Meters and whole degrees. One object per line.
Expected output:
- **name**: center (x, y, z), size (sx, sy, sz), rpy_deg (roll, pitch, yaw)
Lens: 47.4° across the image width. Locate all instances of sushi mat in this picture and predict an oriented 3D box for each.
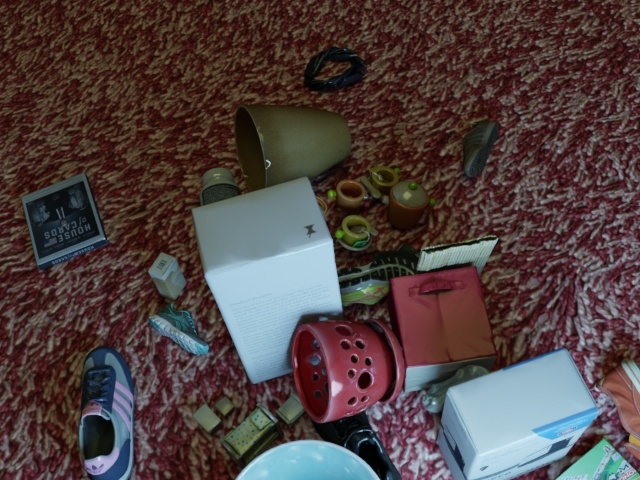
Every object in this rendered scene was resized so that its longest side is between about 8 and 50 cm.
- **sushi mat**: center (0.270, 0.063, 1.521), size (0.151, 0.316, 0.019), rpy_deg (-12, 69, -2)

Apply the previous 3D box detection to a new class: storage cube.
- **storage cube**: center (0.246, 0.187, 1.507), size (0.184, 0.215, 0.193), rpy_deg (-8, 63, 1)

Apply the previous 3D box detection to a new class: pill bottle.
- **pill bottle**: center (-0.243, -0.087, 1.800), size (0.108, 0.108, 0.180), rpy_deg (-12, 57, -1)

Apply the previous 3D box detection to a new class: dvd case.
- **dvd case**: center (-0.661, -0.054, 1.874), size (0.179, 0.029, 0.238), rpy_deg (-23, 57, -8)

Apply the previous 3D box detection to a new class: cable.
- **cable**: center (0.030, -0.491, 2.069), size (0.184, 0.047, 0.150), rpy_deg (-24, 57, -9)

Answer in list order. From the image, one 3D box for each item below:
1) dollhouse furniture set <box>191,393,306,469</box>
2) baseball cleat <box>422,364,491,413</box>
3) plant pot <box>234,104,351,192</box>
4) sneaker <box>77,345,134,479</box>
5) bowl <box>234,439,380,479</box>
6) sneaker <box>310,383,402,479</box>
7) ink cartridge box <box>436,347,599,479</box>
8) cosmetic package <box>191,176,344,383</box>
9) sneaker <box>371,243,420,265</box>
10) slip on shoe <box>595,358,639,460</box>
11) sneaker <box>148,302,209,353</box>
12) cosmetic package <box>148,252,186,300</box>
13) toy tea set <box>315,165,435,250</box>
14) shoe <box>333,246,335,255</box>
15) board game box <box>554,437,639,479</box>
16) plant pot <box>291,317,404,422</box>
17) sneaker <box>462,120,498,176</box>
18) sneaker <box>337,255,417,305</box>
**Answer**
- **dollhouse furniture set**: center (-0.150, 0.347, 1.508), size (0.161, 0.101, 0.182), rpy_deg (38, 68, 26)
- **baseball cleat**: center (0.292, 0.299, 1.433), size (0.109, 0.206, 0.072), rpy_deg (22, 60, -20)
- **plant pot**: center (-0.061, -0.240, 1.832), size (0.254, 0.237, 0.237), rpy_deg (-13, 55, -21)
- **sneaker**: center (-0.455, 0.346, 1.527), size (0.112, 0.131, 0.319), rpy_deg (-16, 56, -4)
- **bowl**: center (-0.021, 0.540, 1.330), size (0.311, 0.163, 0.311), rpy_deg (-3, 57, 4)
- **sneaker**: center (0.067, 0.386, 1.442), size (0.109, 0.130, 0.286), rpy_deg (-34, 58, -13)
- **ink cartridge box**: center (0.346, 0.342, 1.332), size (0.223, 0.307, 0.129), rpy_deg (-19, 59, -6)
- **cosmetic package**: center (-0.086, 0.098, 1.452), size (0.230, 0.453, 0.161), rpy_deg (-16, 55, -5)
- **sneaker**: center (0.206, 0.067, 1.683), size (0.089, 0.051, 0.170), rpy_deg (-40, 57, -18)
- **slip on shoe**: center (0.639, 0.391, 1.393), size (0.101, 0.123, 0.331), rpy_deg (-32, 57, 18)
- **sneaker**: center (-0.311, 0.194, 1.653), size (0.166, 0.065, 0.076), rpy_deg (29, 61, 21)
- **cosmetic package**: center (-0.355, 0.086, 1.695), size (0.041, 0.115, 0.060), rpy_deg (20, 62, 17)
- **toy tea set**: center (0.103, -0.094, 1.712), size (0.336, 0.124, 0.200), rpy_deg (-24, 58, -29)
- **shoe**: center (0.000, 0.000, 1.733), size (0.058, 0.076, 0.219), rpy_deg (-19, 55, 0)
- **board game box**: center (0.484, 0.533, 1.315), size (0.317, 0.046, 0.213), rpy_deg (-29, 60, -22)
- **plant pot**: center (0.054, 0.244, 1.417), size (0.174, 0.191, 0.191), rpy_deg (-6, 53, -26)
- **sneaker**: center (0.391, -0.233, 1.859), size (0.071, 0.066, 0.188), rpy_deg (12, 52, 33)
- **sneaker**: center (0.129, 0.099, 1.643), size (0.208, 0.094, 0.081), rpy_deg (-8, 42, 6)
